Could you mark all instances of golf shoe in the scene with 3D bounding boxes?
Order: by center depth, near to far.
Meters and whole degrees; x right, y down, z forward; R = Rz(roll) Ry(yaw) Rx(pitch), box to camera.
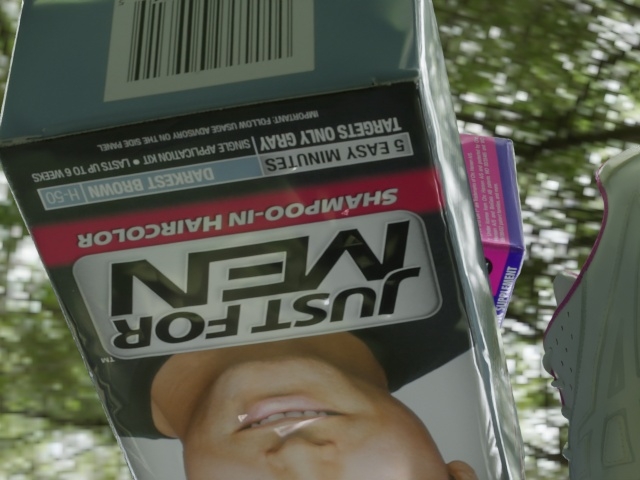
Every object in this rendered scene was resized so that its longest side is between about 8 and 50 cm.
[{"bbox_3d":[0.172,0.092,1.026,0.140,0.115,0.306,22,-84,41],"label":"golf shoe"}]

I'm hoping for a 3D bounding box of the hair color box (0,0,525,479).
[{"bbox_3d":[-0.010,0.042,0.973,0.185,0.374,0.114,-8,-136,8],"label":"hair color box"}]

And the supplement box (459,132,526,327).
[{"bbox_3d":[0.000,0.000,1.175,0.114,0.220,0.111,-90,-171,-50],"label":"supplement box"}]
